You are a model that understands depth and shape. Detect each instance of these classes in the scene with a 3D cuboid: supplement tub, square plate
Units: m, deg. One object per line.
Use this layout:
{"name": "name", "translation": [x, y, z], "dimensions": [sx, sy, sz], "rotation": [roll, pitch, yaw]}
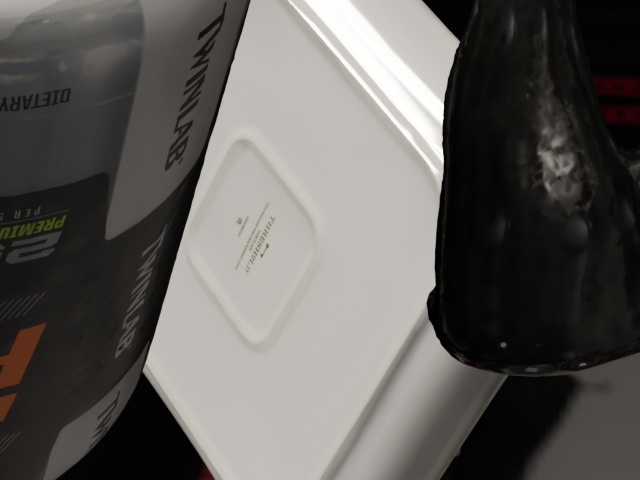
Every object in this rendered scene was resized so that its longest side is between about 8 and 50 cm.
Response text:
{"name": "supplement tub", "translation": [-0.136, -0.033, 0.603], "dimensions": [0.316, 0.193, 0.194], "rotation": [110, -174, -49]}
{"name": "square plate", "translation": [-0.026, 0.001, 1.067], "dimensions": [0.049, 0.344, 0.347], "rotation": [-5, -45, -42]}

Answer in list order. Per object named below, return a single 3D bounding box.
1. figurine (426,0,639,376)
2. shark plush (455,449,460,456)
{"name": "figurine", "translation": [0.139, -0.072, 0.614], "dimensions": [0.092, 0.214, 0.210], "rotation": [-112, 17, -72]}
{"name": "shark plush", "translation": [0.097, 0.183, 1.804], "dimensions": [0.067, 0.073, 0.161], "rotation": [-38, -25, -28]}
